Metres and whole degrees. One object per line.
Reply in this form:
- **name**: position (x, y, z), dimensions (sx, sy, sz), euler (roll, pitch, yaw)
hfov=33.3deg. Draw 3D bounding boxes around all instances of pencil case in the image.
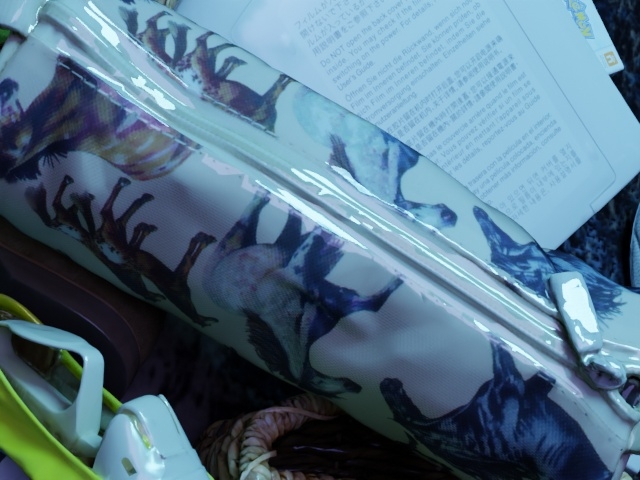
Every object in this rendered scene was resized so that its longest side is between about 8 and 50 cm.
- **pencil case**: position (0.000, 0.000, 0.593), dimensions (0.410, 0.183, 0.160), euler (32, 61, -1)

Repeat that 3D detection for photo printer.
- **photo printer**: position (0.058, -0.106, 0.747), dimensions (0.256, 0.107, 0.307), euler (-41, 106, -13)

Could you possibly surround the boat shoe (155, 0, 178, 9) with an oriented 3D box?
- **boat shoe**: position (-0.092, -0.173, 0.771), dimensions (0.170, 0.059, 0.063), euler (7, 73, -23)

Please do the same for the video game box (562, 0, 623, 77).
- **video game box**: position (0.135, -0.200, 0.890), dimensions (0.187, 0.048, 0.205), euler (-23, 87, -30)

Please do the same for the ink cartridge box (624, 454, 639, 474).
- **ink cartridge box**: position (0.198, 0.115, 0.828), dimensions (0.122, 0.052, 0.088), euler (31, 66, -12)

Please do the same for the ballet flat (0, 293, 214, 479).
- **ballet flat**: position (-0.117, 0.101, 0.553), dimensions (0.077, 0.231, 0.077), euler (-2, 119, -56)

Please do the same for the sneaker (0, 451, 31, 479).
- **sneaker**: position (-0.278, 0.098, 0.592), dimensions (0.235, 0.094, 0.153), euler (-13, 90, -17)

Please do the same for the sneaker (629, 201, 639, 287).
- **sneaker**: position (0.329, 0.072, 0.890), dimensions (0.091, 0.094, 0.258), euler (-4, 79, -47)

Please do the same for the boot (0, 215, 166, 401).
- **boot**: position (-0.229, -0.018, 0.664), dimensions (0.305, 0.112, 0.115), euler (37, 34, -6)

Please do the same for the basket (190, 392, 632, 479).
- **basket**: position (0.077, 0.194, 0.656), dimensions (0.299, 0.223, 0.213), euler (14, 71, -20)

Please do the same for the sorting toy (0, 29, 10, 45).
- **sorting toy**: position (-0.170, -0.211, 0.658), dimensions (0.127, 0.126, 0.365), euler (35, 47, 22)
